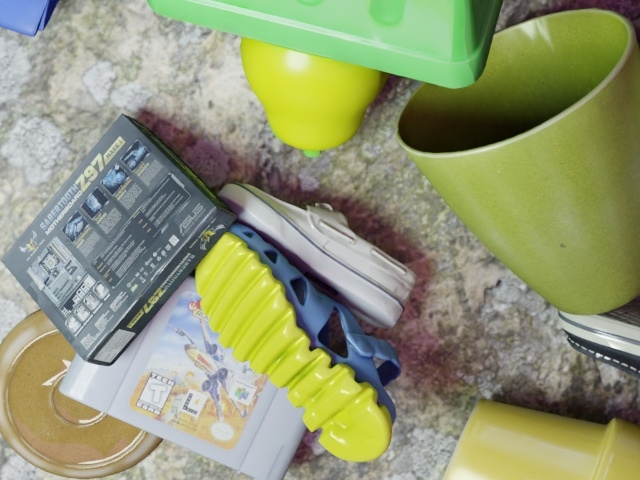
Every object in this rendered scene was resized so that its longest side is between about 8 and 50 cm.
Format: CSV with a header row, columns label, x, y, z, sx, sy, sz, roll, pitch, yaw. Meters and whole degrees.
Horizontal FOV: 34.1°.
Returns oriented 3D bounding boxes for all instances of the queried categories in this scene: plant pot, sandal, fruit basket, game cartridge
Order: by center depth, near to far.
label,x,y,z,sx,sy,sz,roll,pitch,yaw
fruit basket,0.014,-0.275,1.119,0.392,0.392,0.282,22,68,-9
plant pot,0.274,-0.066,1.191,0.275,0.275,0.293,-31,116,2
sandal,-0.018,0.107,1.221,0.317,0.138,0.126,51,128,-1
plant pot,0.273,0.311,1.260,0.239,0.254,0.254,23,100,15
game cartridge,-0.139,0.153,1.266,0.297,0.062,0.198,26,90,-13
plant pot,-0.295,0.192,1.292,0.236,0.032,0.236,-1,103,-5

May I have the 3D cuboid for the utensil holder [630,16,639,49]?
label,x,y,z,sx,sy,sz,roll,pitch,yaw
utensil holder,0.561,-0.163,1.147,0.386,0.327,0.327,-19,103,0

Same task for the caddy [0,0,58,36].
label,x,y,z,sx,sy,sz,roll,pitch,yaw
caddy,-0.320,-0.373,1.068,0.179,0.241,0.341,24,98,-16

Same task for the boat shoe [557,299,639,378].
label,x,y,z,sx,sy,sz,roll,pitch,yaw
boat shoe,0.509,0.212,1.285,0.500,0.187,0.156,25,102,-6

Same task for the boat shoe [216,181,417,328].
label,x,y,z,sx,sy,sz,roll,pitch,yaw
boat shoe,0.000,0.000,1.251,0.268,0.096,0.088,33,68,-6

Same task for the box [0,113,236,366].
label,x,y,z,sx,sy,sz,roll,pitch,yaw
box,-0.234,-0.001,1.195,0.183,0.059,0.232,43,95,25
